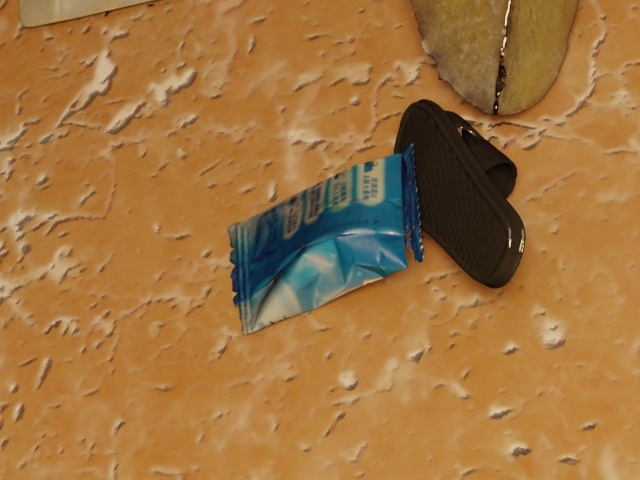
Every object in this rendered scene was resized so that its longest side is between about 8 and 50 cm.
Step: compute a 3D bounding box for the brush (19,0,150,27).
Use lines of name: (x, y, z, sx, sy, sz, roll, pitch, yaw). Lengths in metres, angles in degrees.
brush: (-0.065, -0.207, 1.211, 0.321, 0.050, 0.060, -10, 57, 16)

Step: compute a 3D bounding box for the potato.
potato: (0.114, -0.158, 1.097, 0.100, 0.089, 0.172, 1, 87, 45)

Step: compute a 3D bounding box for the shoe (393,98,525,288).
shoe: (0.091, -0.024, 1.014, 0.053, 0.062, 0.159, 8, 28, -25)

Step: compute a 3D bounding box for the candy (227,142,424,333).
candy: (0.000, 0.001, 1.037, 0.136, 0.038, 0.088, -23, 50, 24)
